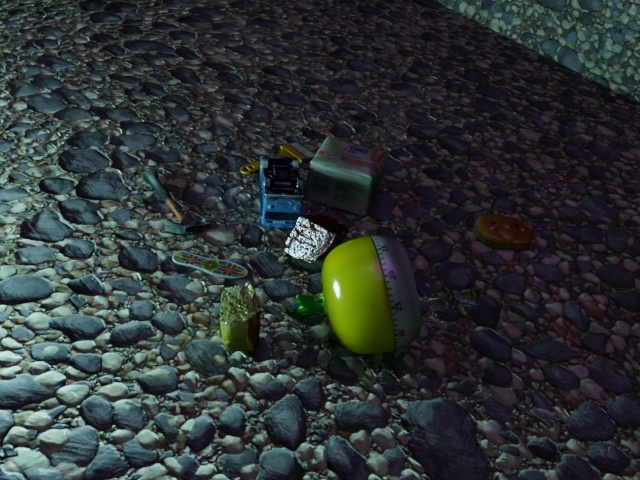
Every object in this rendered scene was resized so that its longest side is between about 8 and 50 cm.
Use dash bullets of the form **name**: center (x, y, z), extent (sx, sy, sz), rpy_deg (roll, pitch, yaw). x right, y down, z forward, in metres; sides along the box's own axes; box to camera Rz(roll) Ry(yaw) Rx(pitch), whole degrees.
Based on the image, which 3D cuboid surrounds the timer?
- **timer**: center (0.067, 0.129, 1.566), extent (0.285, 0.285, 0.285), rpy_deg (7, 37, -5)

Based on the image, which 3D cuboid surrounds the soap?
- **soap**: center (0.073, -0.191, 2.076), extent (0.199, 0.139, 0.182), rpy_deg (17, 36, 10)

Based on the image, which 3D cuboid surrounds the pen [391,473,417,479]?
- **pen**: center (0.098, 0.474, 1.287), extent (0.197, 0.032, 0.053), rpy_deg (-11, 42, -30)

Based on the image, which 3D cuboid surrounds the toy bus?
- **toy bus**: center (-0.110, -0.133, 1.955), extent (0.116, 0.134, 0.234), rpy_deg (4, 32, -10)

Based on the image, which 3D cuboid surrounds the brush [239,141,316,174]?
- **brush**: center (-0.139, -0.250, 2.205), extent (0.272, 0.013, 0.103), rpy_deg (-25, 49, -38)

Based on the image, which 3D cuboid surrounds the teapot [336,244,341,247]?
- **teapot**: center (0.089, 0.043, 1.796), extent (0.108, 0.111, 0.149), rpy_deg (14, 39, 20)

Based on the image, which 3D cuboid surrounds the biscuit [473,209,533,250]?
- **biscuit**: center (0.527, -0.038, 2.061), extent (0.170, 0.050, 0.170), rpy_deg (8, 36, -6)

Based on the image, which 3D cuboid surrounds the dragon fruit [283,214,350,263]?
- **dragon fruit**: center (0.001, 0.001, 1.841), extent (0.120, 0.127, 0.161), rpy_deg (35, 21, 23)

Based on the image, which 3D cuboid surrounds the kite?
- **kite**: center (0.340, 0.149, 1.798), extent (0.182, 0.010, 0.160), rpy_deg (-11, 45, -21)

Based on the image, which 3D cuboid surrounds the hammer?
- **hammer**: center (-0.408, -0.107, 1.930), extent (0.111, 0.033, 0.288), rpy_deg (-14, 43, -31)

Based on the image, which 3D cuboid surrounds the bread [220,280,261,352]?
- **bread**: center (-0.171, 0.176, 1.540), extent (0.086, 0.125, 0.156), rpy_deg (-3, 36, -5)

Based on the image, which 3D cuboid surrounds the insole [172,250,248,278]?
- **insole**: center (-0.273, 0.061, 1.762), extent (0.193, 0.006, 0.065), rpy_deg (15, 36, 5)
